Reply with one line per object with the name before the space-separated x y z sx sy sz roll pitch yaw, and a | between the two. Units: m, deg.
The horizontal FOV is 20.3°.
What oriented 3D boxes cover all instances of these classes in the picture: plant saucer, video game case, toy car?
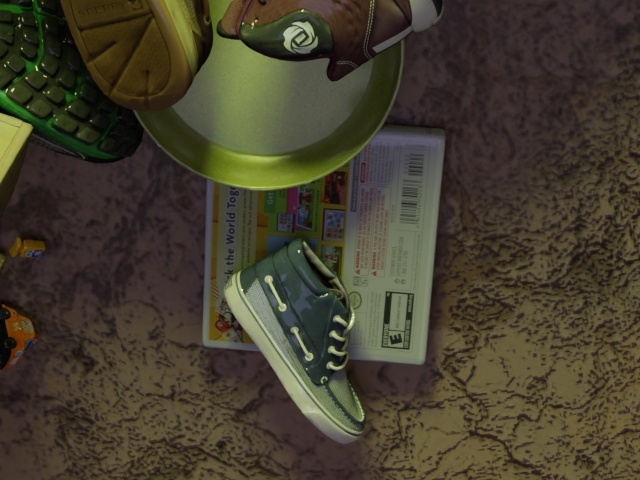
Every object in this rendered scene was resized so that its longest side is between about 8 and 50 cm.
plant saucer | -0.050 -0.163 1.503 0.241 0.037 0.241 1 105 3
video game case | 0.000 0.000 1.594 0.206 0.026 0.227 5 116 3
toy car | -0.267 0.060 1.630 0.040 0.060 0.122 3 127 -31

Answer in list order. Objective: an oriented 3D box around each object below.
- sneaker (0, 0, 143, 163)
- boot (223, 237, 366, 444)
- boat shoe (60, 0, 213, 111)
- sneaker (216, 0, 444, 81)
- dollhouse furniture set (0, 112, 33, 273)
sneaker | -0.306 -0.160 1.512 0.343 0.134 0.146 27 144 -13
boot | 0.002 0.091 1.582 0.086 0.069 0.190 -32 107 21
boat shoe | -0.158 -0.277 1.391 0.123 0.123 0.342 -6 115 30
sneaker | -0.043 -0.241 1.409 0.162 0.106 0.281 -38 99 14
dollhouse furniture set | -0.423 0.062 1.462 0.256 0.362 0.394 20 118 -4
